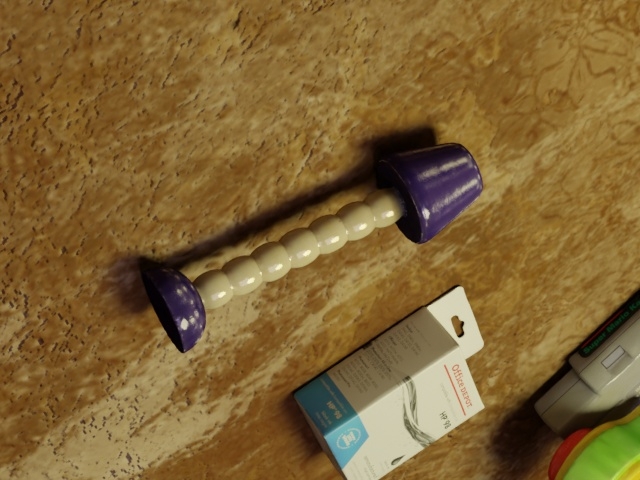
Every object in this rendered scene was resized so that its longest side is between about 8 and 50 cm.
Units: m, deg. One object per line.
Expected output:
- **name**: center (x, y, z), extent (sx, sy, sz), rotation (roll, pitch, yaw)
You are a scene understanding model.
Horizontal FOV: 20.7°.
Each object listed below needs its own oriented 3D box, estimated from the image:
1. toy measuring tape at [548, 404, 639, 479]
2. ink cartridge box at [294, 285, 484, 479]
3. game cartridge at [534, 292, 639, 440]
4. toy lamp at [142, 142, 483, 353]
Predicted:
- **toy measuring tape**: center (0.305, 0.180, 1.651), extent (0.121, 0.121, 0.330), rotation (18, 107, -45)
- **ink cartridge box**: center (0.077, 0.132, 1.556), extent (0.180, 0.060, 0.104), rotation (-33, 139, -7)
- **game cartridge**: center (0.393, 0.094, 1.760), extent (0.355, 0.068, 0.230), rotation (-44, 136, 5)
- **toy lamp**: center (0.000, 0.000, 1.366), extent (0.274, 0.080, 0.080), rotation (-26, 138, -13)
